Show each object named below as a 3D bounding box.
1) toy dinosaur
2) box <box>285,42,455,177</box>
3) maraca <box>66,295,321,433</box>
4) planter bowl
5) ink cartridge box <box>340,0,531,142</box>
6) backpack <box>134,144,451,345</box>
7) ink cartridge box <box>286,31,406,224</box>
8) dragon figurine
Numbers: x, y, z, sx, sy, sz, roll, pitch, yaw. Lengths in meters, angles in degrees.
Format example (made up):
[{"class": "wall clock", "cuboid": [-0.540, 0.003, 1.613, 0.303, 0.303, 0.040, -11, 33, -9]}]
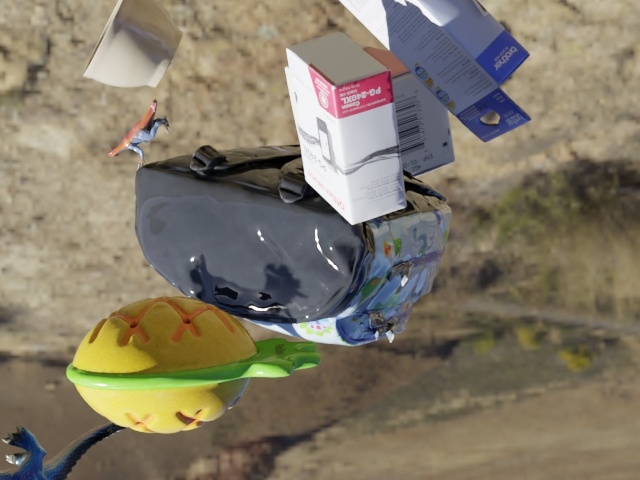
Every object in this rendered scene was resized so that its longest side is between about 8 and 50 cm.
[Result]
[{"class": "toy dinosaur", "cuboid": [-0.220, -0.128, 1.638, 0.082, 0.047, 0.090, -18, 126, 2]}, {"class": "box", "cuboid": [0.067, -0.180, 1.933, 0.126, 0.149, 0.232, -21, -158, -23]}, {"class": "maraca", "cuboid": [-0.093, 0.090, 1.015, 0.185, 0.099, 0.127, -4, -171, -4]}, {"class": "planter bowl", "cuboid": [-0.277, -0.298, 2.094, 0.109, 0.162, 0.162, 27, 153, -13]}, {"class": "ink cartridge box", "cuboid": [0.121, -0.249, 1.564, 0.065, 0.311, 0.186, -43, -177, -11]}, {"class": "backpack", "cuboid": [0.000, 0.000, 1.580, 0.290, 0.273, 0.355, 14, -156, 26]}, {"class": "ink cartridge box", "cuboid": [0.025, -0.106, 1.307, 0.063, 0.109, 0.151, -20, 124, -18]}, {"class": "dragon figurine", "cuboid": [-0.313, 0.276, 1.405, 0.289, 0.144, 0.085, -12, 152, -27]}]
